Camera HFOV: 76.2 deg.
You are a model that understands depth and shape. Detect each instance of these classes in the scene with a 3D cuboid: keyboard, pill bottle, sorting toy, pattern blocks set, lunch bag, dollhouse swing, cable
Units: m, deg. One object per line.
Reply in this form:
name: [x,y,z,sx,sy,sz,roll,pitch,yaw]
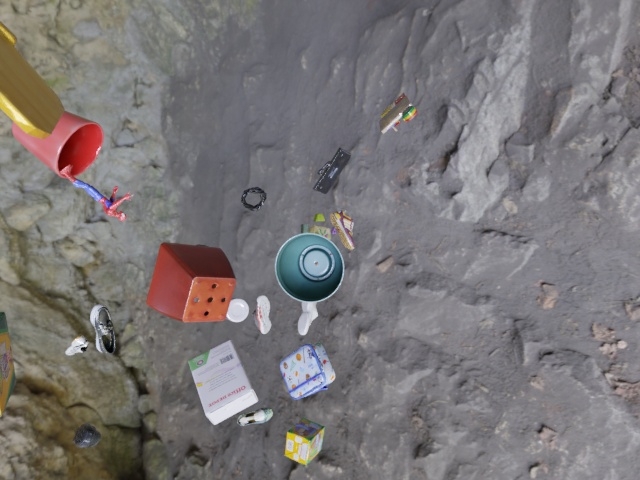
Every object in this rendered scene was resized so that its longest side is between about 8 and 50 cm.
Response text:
keyboard: [0.034,-0.256,1.491,0.023,0.108,0.180,42,106,32]
pill bottle: [-0.412,0.322,1.909,0.193,0.108,0.108,165,106,-63]
sorting toy: [0.272,-0.435,1.435,0.132,0.046,0.274,-41,20,24]
pattern blocks set: [0.000,0.000,2.155,0.026,0.325,0.285,0,100,33]
lunch bag: [-0.068,0.684,2.128,0.303,0.115,0.243,-41,61,34]
dollhouse swing: [-0.896,-0.394,1.018,0.346,0.316,0.304,-120,15,-50]
cable: [-0.400,-0.254,2.465,0.150,0.184,0.047,-46,54,4]

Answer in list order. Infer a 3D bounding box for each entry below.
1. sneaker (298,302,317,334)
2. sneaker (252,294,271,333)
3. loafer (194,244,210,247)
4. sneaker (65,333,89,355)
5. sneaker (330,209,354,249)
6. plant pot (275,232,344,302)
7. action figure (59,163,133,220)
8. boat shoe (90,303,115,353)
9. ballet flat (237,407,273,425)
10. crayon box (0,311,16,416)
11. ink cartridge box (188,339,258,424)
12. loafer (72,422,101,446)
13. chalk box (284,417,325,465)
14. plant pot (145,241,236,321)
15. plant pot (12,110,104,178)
sneaker: [-0.057,0.406,2.179,0.080,0.094,0.212,-19,51,45]
sneaker: [-0.218,0.258,1.435,0.065,0.061,0.157,16,120,31]
loafer: [-0.679,0.124,2.083,0.095,0.109,0.302,-8,35,40]
sneaker: [-0.593,0.264,0.997,0.083,0.037,0.032,-44,11,33]
sneaker: [0.116,-0.052,1.743,0.185,0.084,0.069,63,160,18]
plant pot: [-0.032,0.108,1.786,0.196,0.293,0.292,-20,-62,-80]
action figure: [-0.859,-0.205,1.618,0.139,0.280,0.091,-43,21,-10]
boat shoe: [-0.552,0.229,1.049,0.040,0.049,0.142,16,115,26]
ballet flat: [-0.322,0.860,1.979,0.189,0.070,0.070,-24,60,15]
crayon box: [-1.020,0.382,1.251,0.165,0.081,0.278,-136,49,-60]
ink cartridge box: [-0.413,0.595,1.728,0.278,0.202,0.117,51,159,41]
loafer: [-0.807,0.681,1.422,0.223,0.078,0.076,-34,41,49]
chalk box: [-0.066,0.993,2.044,0.132,0.213,0.132,10,96,27]
plant pot: [-0.478,0.180,1.587,0.236,0.267,0.267,27,103,44]
plant pot: [-1.116,-0.440,1.728,0.274,0.243,0.275,-60,2,3]
